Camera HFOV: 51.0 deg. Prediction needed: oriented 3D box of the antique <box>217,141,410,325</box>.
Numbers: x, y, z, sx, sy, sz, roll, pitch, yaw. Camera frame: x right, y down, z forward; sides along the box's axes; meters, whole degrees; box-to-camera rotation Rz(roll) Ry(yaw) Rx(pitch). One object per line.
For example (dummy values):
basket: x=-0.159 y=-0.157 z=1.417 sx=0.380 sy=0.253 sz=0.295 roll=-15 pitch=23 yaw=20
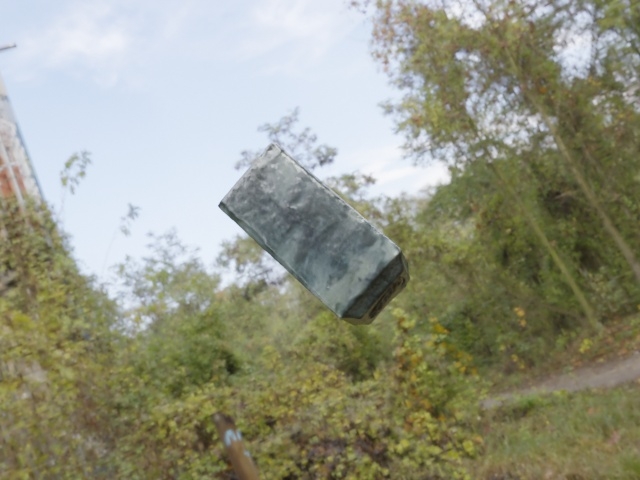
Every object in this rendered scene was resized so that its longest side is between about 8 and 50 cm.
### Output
antique: x=0.000 y=0.000 z=0.661 sx=0.086 sy=0.183 sz=0.088 roll=-49 pitch=-18 yaw=0
